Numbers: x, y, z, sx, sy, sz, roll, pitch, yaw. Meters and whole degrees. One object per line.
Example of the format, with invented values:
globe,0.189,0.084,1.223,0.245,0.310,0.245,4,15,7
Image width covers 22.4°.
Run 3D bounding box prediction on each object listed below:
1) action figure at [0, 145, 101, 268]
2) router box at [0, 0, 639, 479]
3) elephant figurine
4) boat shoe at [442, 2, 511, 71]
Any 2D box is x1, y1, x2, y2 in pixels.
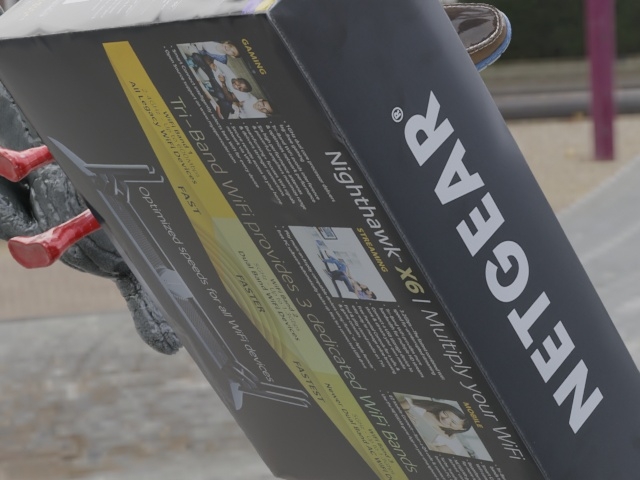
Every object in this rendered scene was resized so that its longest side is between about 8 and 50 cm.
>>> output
action figure,-0.098,-0.084,1.004,0.280,0.091,0.139,-30,26,-32
router box,0.000,0.000,0.773,0.243,0.309,0.081,5,44,50
elephant figurine,-0.194,-0.049,1.305,0.186,0.169,0.239,3,49,-15
boat shoe,0.064,-0.159,1.308,0.183,0.066,0.066,-14,-23,5
